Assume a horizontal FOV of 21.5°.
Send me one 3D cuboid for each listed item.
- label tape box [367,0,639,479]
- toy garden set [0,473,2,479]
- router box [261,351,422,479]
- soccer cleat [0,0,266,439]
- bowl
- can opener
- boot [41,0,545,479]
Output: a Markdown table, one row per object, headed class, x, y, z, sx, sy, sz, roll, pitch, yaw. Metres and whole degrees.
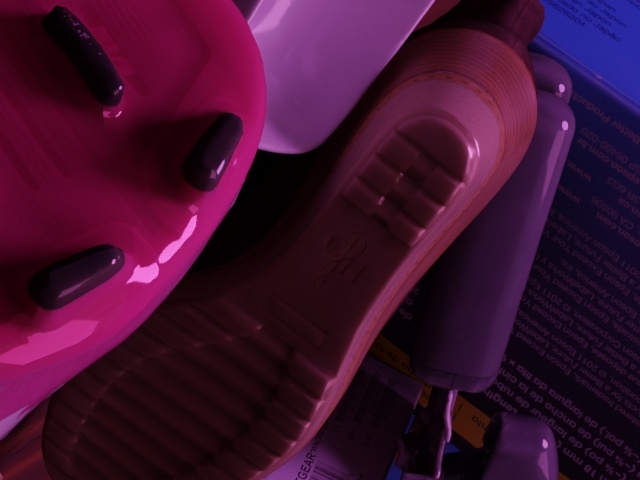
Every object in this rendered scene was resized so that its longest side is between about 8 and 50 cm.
| class | x | y | z | sx | sy | sz | roll | pitch | yaw |
| --- | --- | --- | --- | --- | --- | --- | --- | --- | --- |
| label tape box | 0.142 | 0.038 | 0.942 | 0.106 | 0.241 | 0.333 | -39 | 162 | -46 |
| toy garden set | -0.169 | 0.116 | 0.555 | 0.204 | 0.049 | 0.244 | -44 | 163 | -28 |
| router box | -0.075 | 0.259 | 0.929 | 0.301 | 0.082 | 0.335 | -65 | 178 | 41 |
| soccer cleat | -0.152 | 0.039 | 0.355 | 0.331 | 0.116 | 0.143 | -39 | 177 | -33 |
| bowl | 0.000 | -0.101 | 0.548 | 0.142 | 0.053 | 0.142 | -53 | 166 | 9 |
| can opener | 0.095 | 0.045 | 0.854 | 0.076 | 0.095 | 0.283 | -80 | -177 | -58 |
| boot | 0.000 | 0.000 | 0.714 | 0.248 | 0.090 | 0.207 | -43 | -174 | 22 |
